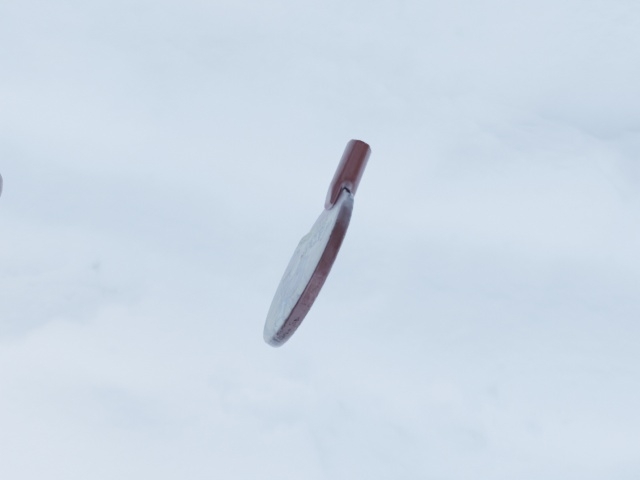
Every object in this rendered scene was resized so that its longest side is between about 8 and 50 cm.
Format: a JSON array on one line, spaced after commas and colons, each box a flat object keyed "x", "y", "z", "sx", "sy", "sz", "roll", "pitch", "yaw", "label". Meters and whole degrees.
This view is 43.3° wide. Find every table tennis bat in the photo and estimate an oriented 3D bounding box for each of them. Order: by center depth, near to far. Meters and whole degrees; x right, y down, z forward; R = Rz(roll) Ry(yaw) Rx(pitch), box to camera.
[{"x": 0.000, "y": 0.000, "z": 1.413, "sx": 0.051, "sy": 0.268, "sz": 0.414, "roll": 28, "pitch": 67, "yaw": -10, "label": "table tennis bat"}]

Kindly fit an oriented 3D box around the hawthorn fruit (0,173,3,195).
[{"x": -0.515, "y": -0.077, "z": 1.206, "sx": 0.081, "sy": 0.093, "sz": 0.081, "roll": -9, "pitch": 113, "yaw": -22, "label": "hawthorn fruit"}]
